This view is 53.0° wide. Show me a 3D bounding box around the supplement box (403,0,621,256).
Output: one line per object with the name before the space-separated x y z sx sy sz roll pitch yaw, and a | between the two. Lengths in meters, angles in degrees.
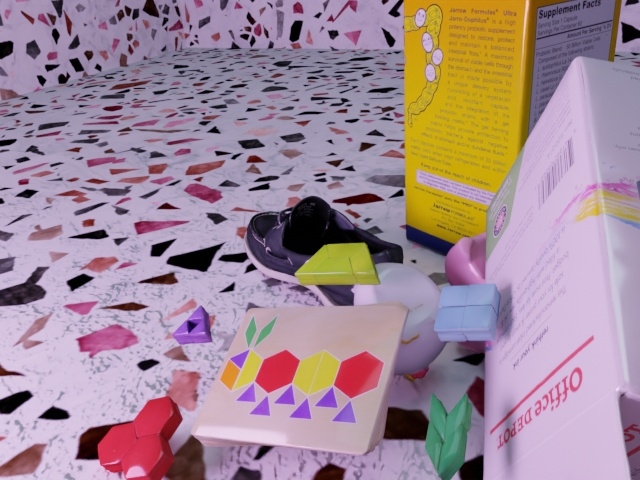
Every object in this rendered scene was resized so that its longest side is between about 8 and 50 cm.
supplement box | 0.243 -0.162 0.852 0.194 0.357 0.195 -21 31 -33

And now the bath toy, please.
bath toy | 0.192 0.057 0.676 0.348 0.129 0.152 -18 64 -17

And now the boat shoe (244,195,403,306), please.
boat shoe | -0.003 0.001 0.831 0.127 0.113 0.340 -16 28 -23

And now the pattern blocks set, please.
pattern blocks set | -0.018 0.114 0.545 0.324 0.026 0.286 2 48 37

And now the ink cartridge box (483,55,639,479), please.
ink cartridge box | 0.208 0.064 0.465 0.119 0.207 0.354 12 54 -1
